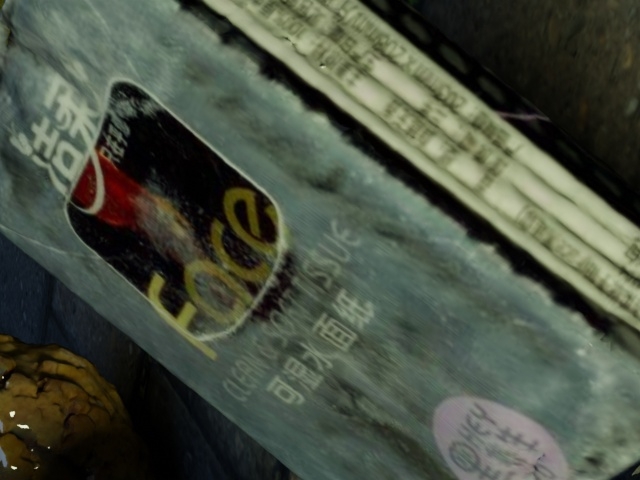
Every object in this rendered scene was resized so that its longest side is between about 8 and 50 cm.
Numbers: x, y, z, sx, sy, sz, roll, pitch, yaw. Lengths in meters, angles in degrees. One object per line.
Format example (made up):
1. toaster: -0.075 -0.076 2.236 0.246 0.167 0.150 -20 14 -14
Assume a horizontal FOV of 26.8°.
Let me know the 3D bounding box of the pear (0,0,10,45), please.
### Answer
1. pear: -0.348 -0.271 1.344 0.200 0.200 0.200 11 103 59

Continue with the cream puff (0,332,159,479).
1. cream puff: -0.313 0.250 1.197 0.231 0.343 0.327 -137 29 -67

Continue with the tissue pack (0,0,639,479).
1. tissue pack: 0.000 0.000 0.666 0.361 0.122 0.259 39 142 1
